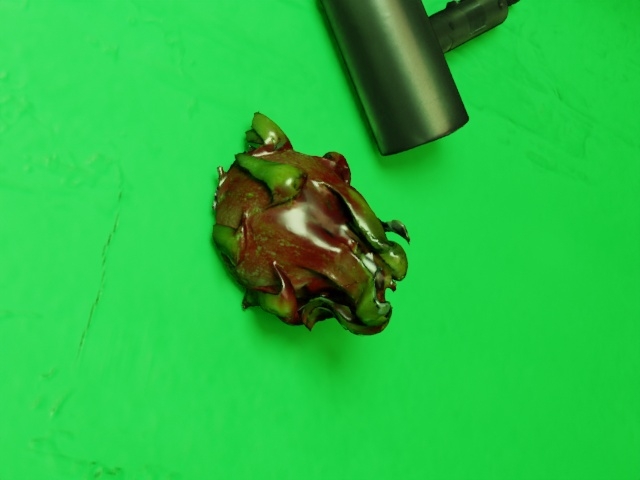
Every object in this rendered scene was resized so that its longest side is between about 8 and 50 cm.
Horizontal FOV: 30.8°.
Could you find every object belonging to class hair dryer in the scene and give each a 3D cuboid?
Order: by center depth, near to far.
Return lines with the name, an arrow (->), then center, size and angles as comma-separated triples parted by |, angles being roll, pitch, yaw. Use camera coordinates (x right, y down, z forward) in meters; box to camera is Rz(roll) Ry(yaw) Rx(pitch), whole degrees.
hair dryer -> 0.096, -0.202, 0.983 | 0.248, 0.078, 0.195 | -34, 105, -47

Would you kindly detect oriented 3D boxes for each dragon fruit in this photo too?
dragon fruit -> 0.000, 0.000, 0.849 | 0.138, 0.175, 0.142 | -46, 143, -24
